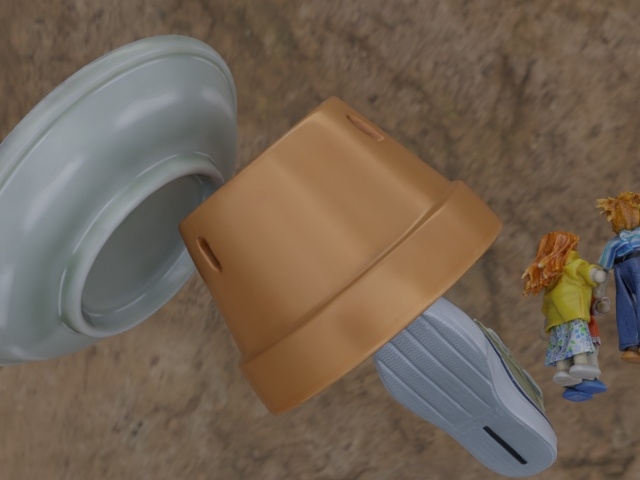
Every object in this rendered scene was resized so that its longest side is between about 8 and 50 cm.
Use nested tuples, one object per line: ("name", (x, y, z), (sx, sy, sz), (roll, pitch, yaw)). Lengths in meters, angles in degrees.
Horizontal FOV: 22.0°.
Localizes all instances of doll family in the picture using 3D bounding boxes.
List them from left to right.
("doll family", (0.285, 0.043, 1.595), (0.118, 0.263, 0.163), (17, 60, -38))

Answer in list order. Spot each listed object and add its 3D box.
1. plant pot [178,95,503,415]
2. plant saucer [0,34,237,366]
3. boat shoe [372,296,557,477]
("plant pot", (0.000, 0.000, 1.588), (0.291, 0.291, 0.203), (-41, 93, -17))
("plant saucer", (-0.201, -0.014, 1.659), (0.100, 0.400, 0.400), (37, 72, 22))
("boat shoe", (0.137, 0.128, 1.630), (0.109, 0.302, 0.094), (-25, 42, 19))
